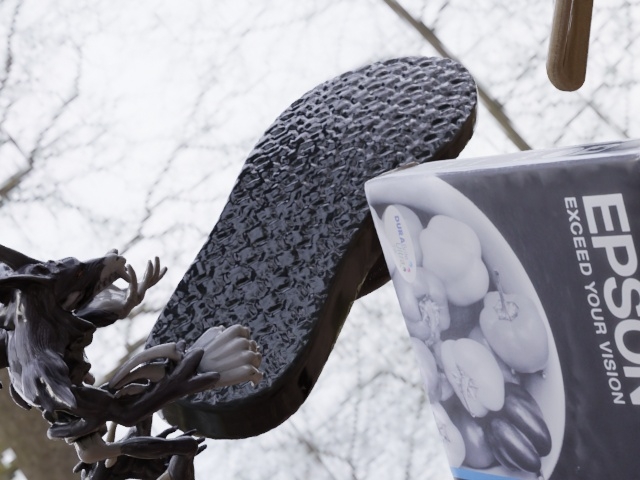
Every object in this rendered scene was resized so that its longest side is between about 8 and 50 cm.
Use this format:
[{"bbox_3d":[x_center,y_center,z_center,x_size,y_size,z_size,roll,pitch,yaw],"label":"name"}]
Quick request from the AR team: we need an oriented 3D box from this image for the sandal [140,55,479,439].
[{"bbox_3d":[-0.003,0.000,1.190,0.446,0.167,0.107,-55,-33,-37],"label":"sandal"}]

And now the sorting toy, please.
[{"bbox_3d":[0.165,-0.275,0.925,0.229,0.041,0.307,84,-164,-45],"label":"sorting toy"}]

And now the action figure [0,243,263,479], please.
[{"bbox_3d":[-0.123,0.074,0.883,0.141,0.164,0.275,-35,-42,-12],"label":"action figure"}]

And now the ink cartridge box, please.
[{"bbox_3d":[0.121,0.063,0.535,0.045,0.206,0.208,-24,12,-36],"label":"ink cartridge box"}]
